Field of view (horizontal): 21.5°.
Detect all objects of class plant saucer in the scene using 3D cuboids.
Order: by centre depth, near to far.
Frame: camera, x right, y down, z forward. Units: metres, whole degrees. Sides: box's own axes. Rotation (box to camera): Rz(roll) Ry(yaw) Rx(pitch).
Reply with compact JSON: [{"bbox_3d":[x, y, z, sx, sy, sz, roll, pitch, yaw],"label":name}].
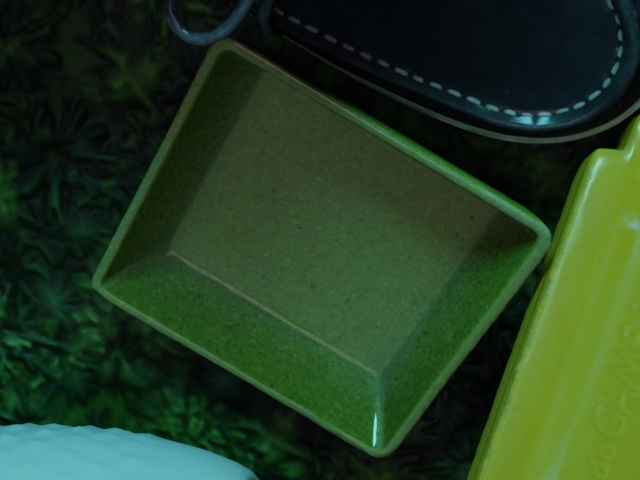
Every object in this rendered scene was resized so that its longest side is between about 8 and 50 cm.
[{"bbox_3d":[0.000,0.000,0.870,0.188,0.045,0.188,31,129,-2],"label":"plant saucer"}]

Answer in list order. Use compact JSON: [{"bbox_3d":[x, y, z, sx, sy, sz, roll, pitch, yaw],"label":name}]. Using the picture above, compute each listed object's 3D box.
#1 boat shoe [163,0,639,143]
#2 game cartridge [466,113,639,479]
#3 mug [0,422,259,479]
[{"bbox_3d":[-0.029,-0.179,0.717,0.187,0.156,0.500,-37,123,26],"label":"boat shoe"},{"bbox_3d":[0.242,0.119,0.818,0.324,0.052,0.285,20,83,-2],"label":"game cartridge"},{"bbox_3d":[-0.183,0.236,0.827,0.328,0.374,0.276,-12,95,5],"label":"mug"}]
